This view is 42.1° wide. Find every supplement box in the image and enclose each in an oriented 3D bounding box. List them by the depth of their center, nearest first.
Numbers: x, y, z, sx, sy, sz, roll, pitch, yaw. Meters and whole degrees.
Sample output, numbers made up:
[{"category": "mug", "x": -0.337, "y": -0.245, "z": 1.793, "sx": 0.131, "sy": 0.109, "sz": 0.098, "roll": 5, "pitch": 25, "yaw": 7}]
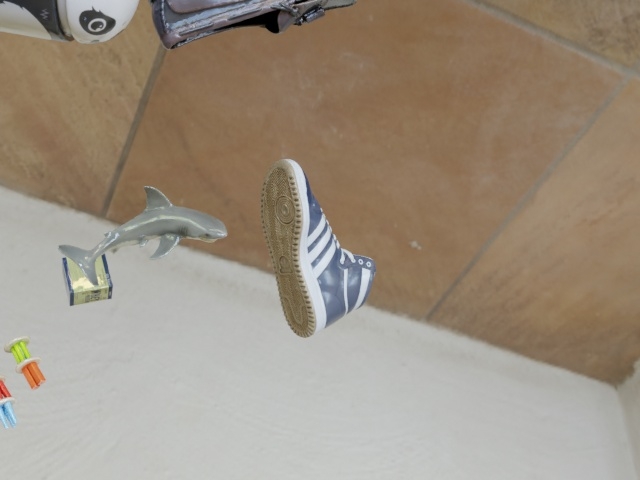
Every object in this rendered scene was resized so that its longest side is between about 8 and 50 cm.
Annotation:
[{"category": "supplement box", "x": -0.462, "y": 0.076, "z": 1.645, "sx": 0.083, "sy": 0.083, "sz": 0.056, "roll": -10, "pitch": 152, "yaw": -23}]

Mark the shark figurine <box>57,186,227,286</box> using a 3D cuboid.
[{"category": "shark figurine", "x": -0.317, "y": -0.033, "z": 1.473, "sx": 0.278, "sy": 0.166, "sz": 0.116, "roll": -16, "pitch": 122, "yaw": -8}]

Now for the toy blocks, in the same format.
[{"category": "toy blocks", "x": -0.574, "y": 0.269, "z": 1.564, "sx": 0.123, "sy": 0.148, "sz": 0.054, "roll": -27, "pitch": 159, "yaw": -18}]

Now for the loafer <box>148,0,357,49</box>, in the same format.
[{"category": "loafer", "x": -0.088, "y": -0.322, "z": 1.175, "sx": 0.303, "sy": 0.095, "sz": 0.109, "roll": -8, "pitch": 173, "yaw": -15}]

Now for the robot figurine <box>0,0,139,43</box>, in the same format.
[{"category": "robot figurine", "x": -0.365, "y": -0.340, "z": 1.042, "sx": 0.278, "sy": 0.209, "sz": 0.173, "roll": 9, "pitch": 137, "yaw": -1}]

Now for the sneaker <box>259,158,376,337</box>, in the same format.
[{"category": "sneaker", "x": 0.000, "y": 0.000, "z": 1.335, "sx": 0.099, "sy": 0.153, "sz": 0.282, "roll": 4, "pitch": 106, "yaw": 49}]
